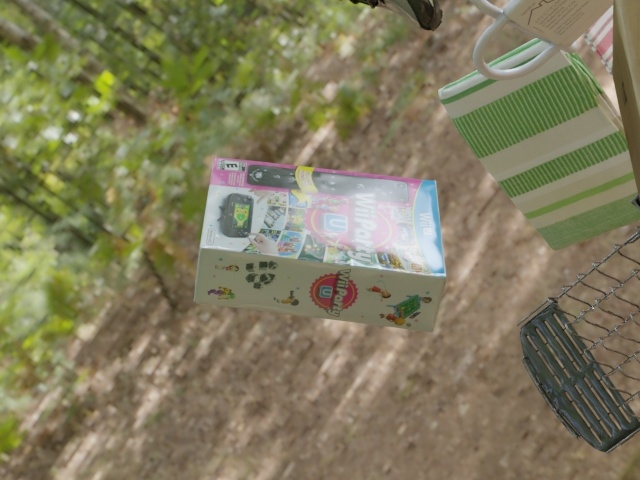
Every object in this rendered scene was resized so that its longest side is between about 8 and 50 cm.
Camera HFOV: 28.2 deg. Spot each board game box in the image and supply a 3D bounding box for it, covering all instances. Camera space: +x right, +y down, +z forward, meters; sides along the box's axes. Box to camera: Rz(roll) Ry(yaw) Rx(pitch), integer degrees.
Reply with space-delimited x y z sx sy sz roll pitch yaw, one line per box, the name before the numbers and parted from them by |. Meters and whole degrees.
board game box | 0.000 0.000 1.645 0.224 0.303 0.098 -89 7 -55

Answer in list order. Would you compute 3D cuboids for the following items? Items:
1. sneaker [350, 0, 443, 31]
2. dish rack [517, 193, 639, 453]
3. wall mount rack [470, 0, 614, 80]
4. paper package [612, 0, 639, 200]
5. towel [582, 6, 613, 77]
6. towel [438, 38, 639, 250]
sneaker | 0.013 -0.293 1.372 0.108 0.271 0.100 -56 -14 -3
dish rack | 0.348 0.098 1.427 0.271 0.208 0.074 -43 -29 21
wall mount rack | 0.258 -0.354 1.463 0.350 0.304 0.131 -44 48 31
paper package | 0.345 -0.056 1.030 0.168 0.310 0.325 -12 -8 12
towel | 0.428 -0.343 1.905 0.144 0.197 0.029 -47 14 -30
towel | 0.347 -0.139 1.870 0.247 0.325 0.038 -24 26 43
